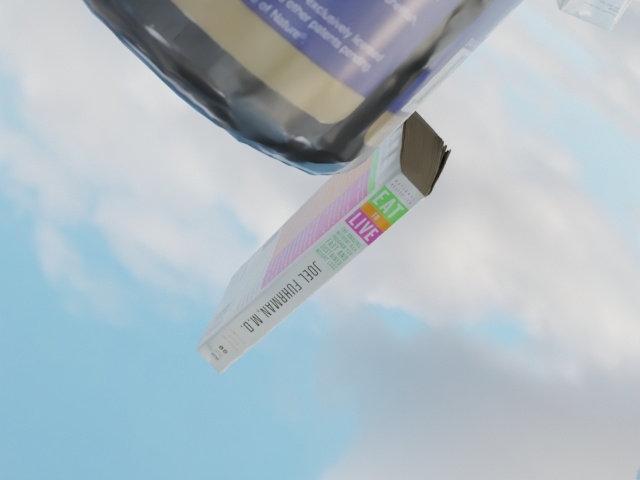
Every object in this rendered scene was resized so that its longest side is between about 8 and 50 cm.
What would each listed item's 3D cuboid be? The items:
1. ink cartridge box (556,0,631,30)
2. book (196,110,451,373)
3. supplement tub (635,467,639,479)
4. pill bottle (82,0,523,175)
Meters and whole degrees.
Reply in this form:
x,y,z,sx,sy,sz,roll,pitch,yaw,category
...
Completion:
x,y,z,sx,sy,sz,roll,pitch,yaw,category
0.226,-0.237,1.231,0.052,0.122,0.088,18,-143,-17,ink cartridge box
0.000,0.000,0.831,0.035,0.144,0.096,46,-158,-9,book
0.124,0.251,0.586,0.235,0.325,0.235,37,172,6,supplement tub
0.036,-0.130,0.401,0.123,0.219,0.123,42,-167,-12,pill bottle
